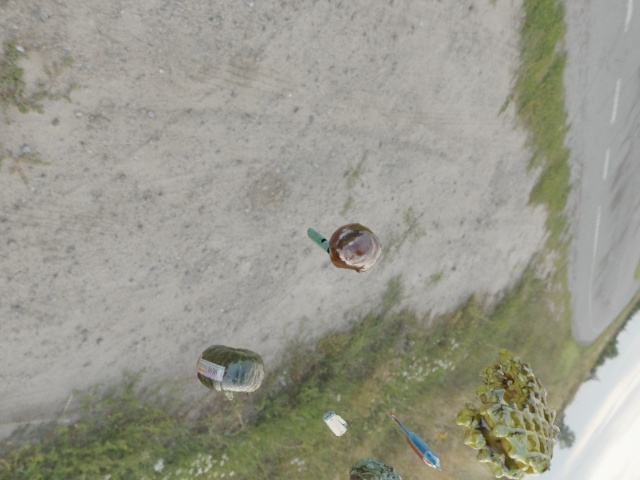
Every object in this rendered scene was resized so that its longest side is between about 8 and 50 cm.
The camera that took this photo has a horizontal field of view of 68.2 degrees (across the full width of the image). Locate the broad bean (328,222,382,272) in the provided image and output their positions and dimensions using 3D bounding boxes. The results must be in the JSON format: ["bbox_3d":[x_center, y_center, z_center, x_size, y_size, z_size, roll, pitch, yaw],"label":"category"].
[{"bbox_3d":[0.105,0.031,1.415,0.156,0.122,0.228,-39,149,2],"label":"broad bean"}]

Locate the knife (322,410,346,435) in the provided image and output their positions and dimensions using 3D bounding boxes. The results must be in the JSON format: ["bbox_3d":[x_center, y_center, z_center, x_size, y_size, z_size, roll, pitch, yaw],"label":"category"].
[{"bbox_3d":[0.067,0.818,2.120,0.073,0.041,0.266,-31,142,-4],"label":"knife"}]

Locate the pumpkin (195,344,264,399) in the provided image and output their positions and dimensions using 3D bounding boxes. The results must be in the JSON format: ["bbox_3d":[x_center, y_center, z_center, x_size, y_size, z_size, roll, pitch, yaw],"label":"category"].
[{"bbox_3d":[-0.333,0.497,1.762,0.260,0.260,0.190,20,79,-58],"label":"pumpkin"}]

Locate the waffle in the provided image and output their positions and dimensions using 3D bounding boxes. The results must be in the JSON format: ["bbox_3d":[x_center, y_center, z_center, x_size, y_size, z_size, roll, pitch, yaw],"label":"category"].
[{"bbox_3d":[0.491,0.452,1.220,0.151,0.261,0.324,-38,171,38],"label":"waffle"}]

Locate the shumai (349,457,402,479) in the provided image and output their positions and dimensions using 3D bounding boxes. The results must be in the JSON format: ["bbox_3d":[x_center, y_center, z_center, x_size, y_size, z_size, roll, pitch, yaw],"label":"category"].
[{"bbox_3d":[0.224,1.050,1.941,0.222,0.271,0.203,-64,176,4],"label":"shumai"}]

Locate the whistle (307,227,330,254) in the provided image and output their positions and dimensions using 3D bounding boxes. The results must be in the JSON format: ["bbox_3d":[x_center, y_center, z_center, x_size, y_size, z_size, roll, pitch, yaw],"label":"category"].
[{"bbox_3d":[0.000,0.000,1.636,0.039,0.186,0.039,-9,113,-23],"label":"whistle"}]

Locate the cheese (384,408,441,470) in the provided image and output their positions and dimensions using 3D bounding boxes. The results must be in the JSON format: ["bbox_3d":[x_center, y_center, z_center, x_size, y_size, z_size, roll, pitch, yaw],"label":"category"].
[{"bbox_3d":[0.288,0.622,1.486,0.037,0.256,0.106,-48,132,-3],"label":"cheese"}]
